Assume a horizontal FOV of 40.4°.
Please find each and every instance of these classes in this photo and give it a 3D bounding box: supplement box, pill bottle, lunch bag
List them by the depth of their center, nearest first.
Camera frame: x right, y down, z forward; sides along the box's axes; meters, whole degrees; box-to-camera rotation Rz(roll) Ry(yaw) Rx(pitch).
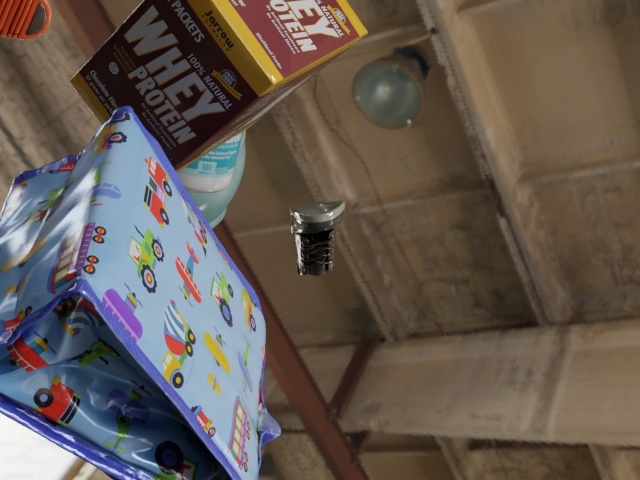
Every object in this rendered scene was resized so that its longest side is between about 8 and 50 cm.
[{"bbox_3d":[-0.121,0.079,0.704,0.138,0.221,0.293,-28,-55,20],"label":"lunch bag"},{"bbox_3d":[-0.095,-0.179,0.842,0.194,0.191,0.129,-32,-83,38],"label":"supplement box"},{"bbox_3d":[-0.189,-0.220,1.406,0.146,0.146,0.264,21,-67,14],"label":"pill bottle"}]

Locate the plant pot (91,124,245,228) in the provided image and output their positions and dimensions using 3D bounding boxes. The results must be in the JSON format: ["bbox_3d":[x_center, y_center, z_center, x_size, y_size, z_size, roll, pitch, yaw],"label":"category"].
[{"bbox_3d":[-0.281,-0.129,1.706,0.293,0.293,0.196,14,-46,20],"label":"plant pot"}]

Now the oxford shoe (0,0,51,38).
[{"bbox_3d":[-0.453,-0.336,1.057,0.271,0.098,0.097,27,-73,-18],"label":"oxford shoe"}]

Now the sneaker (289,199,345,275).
[{"bbox_3d":[0.000,0.000,1.356,0.083,0.222,0.118,-8,-86,-4],"label":"sneaker"}]
